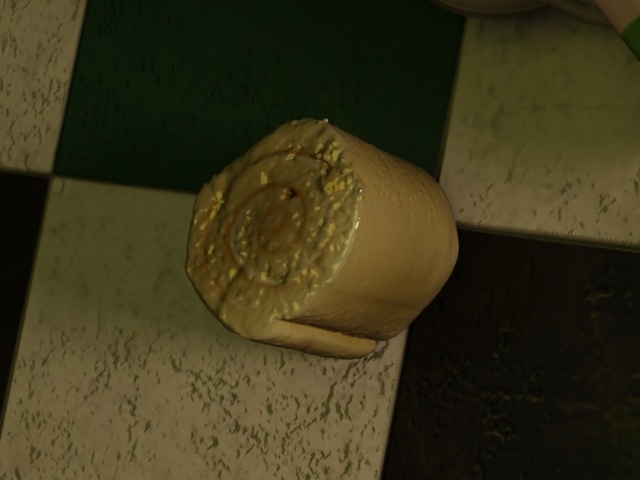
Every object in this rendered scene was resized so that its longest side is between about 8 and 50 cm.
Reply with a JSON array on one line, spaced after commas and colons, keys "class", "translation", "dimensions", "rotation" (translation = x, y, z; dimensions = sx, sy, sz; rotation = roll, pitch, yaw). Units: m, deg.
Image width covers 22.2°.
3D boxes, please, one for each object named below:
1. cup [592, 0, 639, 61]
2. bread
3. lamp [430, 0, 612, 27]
[{"class": "cup", "translation": [0.233, -0.189, 0.883], "dimensions": [0.253, 0.253, 0.274], "rotation": [-28, 99, 25]}, {"class": "bread", "translation": [0.000, 0.000, 1.088], "dimensions": [0.148, 0.141, 0.134], "rotation": [-51, 60, 13]}, {"class": "lamp", "translation": [0.139, -0.224, 1.066], "dimensions": [0.246, 0.108, 0.179], "rotation": [27, 99, 15]}]
